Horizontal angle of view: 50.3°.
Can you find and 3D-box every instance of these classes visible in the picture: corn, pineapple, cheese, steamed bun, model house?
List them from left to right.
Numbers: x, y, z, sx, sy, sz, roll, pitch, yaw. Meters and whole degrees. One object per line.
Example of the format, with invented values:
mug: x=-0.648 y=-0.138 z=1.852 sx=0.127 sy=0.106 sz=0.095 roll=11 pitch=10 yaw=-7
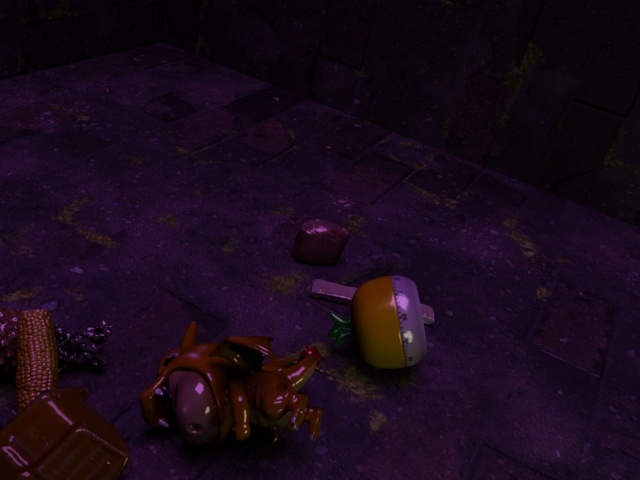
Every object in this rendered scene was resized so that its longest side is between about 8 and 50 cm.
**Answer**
pineapple: x=-0.690 y=0.241 z=1.644 sx=0.361 sy=0.175 sz=0.175 roll=1 pitch=33 yaw=-16
corn: x=-0.641 y=0.285 z=1.541 sx=0.091 sy=0.260 sz=0.091 roll=-6 pitch=-4 yaw=35
model house: x=-0.537 y=0.452 z=1.404 sx=0.239 sy=0.173 sz=0.268 roll=38 pitch=68 yaw=14
steamed bun: x=0.000 y=0.000 z=2.318 sx=0.175 sy=0.144 sz=0.106 roll=10 pitch=30 yaw=-14
cheese: x=0.167 y=0.193 z=2.176 sx=0.401 sy=0.034 sz=0.085 roll=14 pitch=31 yaw=1

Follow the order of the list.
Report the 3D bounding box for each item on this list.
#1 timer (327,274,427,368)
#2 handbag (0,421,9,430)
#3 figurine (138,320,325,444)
timer: x=0.149 y=0.235 z=1.910 sx=0.285 sy=0.285 sz=0.285 roll=10 pitch=31 yaw=-6
handbag: x=-0.801 y=0.444 z=1.364 sx=0.192 sy=0.074 sz=0.332 roll=22 pitch=31 yaw=15
figurine: x=-0.184 y=0.346 z=1.605 sx=0.387 sy=0.268 sz=0.401 roll=6 pitch=-6 yaw=19
